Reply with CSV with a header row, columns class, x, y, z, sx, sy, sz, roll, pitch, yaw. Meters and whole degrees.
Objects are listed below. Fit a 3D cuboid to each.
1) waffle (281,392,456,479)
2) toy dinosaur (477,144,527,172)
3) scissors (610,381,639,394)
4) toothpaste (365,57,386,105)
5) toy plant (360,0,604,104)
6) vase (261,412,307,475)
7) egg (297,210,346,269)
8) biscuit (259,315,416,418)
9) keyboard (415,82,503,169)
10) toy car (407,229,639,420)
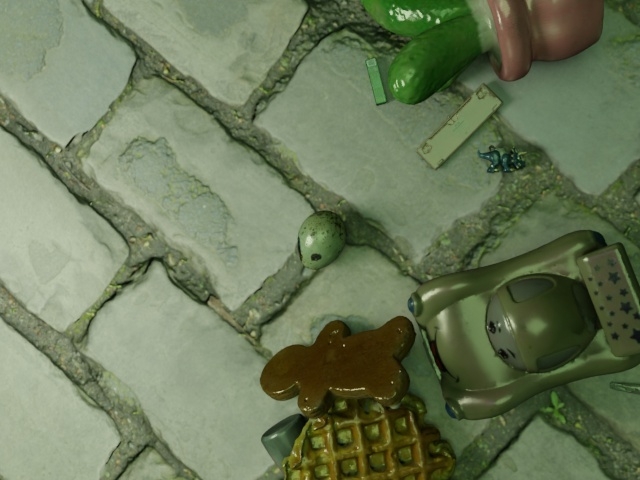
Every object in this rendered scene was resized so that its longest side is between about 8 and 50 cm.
class,x,y,z,sx,sy,sz,roll,pitch,yaw
waffle,0.088,0.410,1.228,0.302,0.068,0.325,36,84,-3
toy dinosaur,0.313,-0.141,1.248,0.083,0.030,0.047,0,88,9
scissors,0.589,0.251,1.185,0.212,0.021,0.110,3,91,18
toothpaste,0.099,-0.284,1.295,0.020,0.017,0.083,-14,87,7
toy plant,0.259,-0.372,1.187,0.356,0.211,0.317,-19,53,13
vase,-0.017,0.419,1.280,0.086,0.086,0.214,-30,89,8
egg,0.000,0.000,1.276,0.085,0.085,0.110,32,109,9
biscuit,0.027,0.217,1.229,0.301,0.197,0.049,-14,124,31
keyboard,0.242,-0.200,1.270,0.055,0.017,0.166,45,97,3
toy car,0.326,0.137,1.144,0.336,0.226,0.242,-20,86,9
